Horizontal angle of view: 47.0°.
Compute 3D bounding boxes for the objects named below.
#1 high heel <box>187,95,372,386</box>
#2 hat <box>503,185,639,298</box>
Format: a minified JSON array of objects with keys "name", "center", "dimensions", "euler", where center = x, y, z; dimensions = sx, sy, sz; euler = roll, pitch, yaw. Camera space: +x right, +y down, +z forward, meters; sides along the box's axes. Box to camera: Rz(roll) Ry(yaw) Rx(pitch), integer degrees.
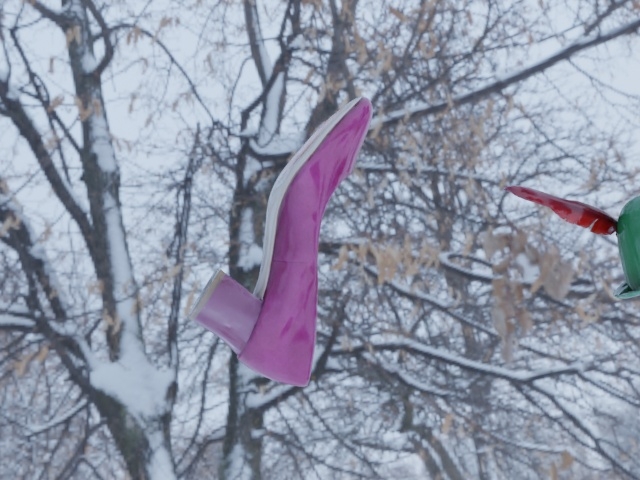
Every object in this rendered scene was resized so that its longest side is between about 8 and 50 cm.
[{"name":"high heel","center":[0.000,0.000,0.974],"dimensions":[0.181,0.377,0.127],"euler":[35,-1,-11]},{"name":"hat","center":[0.378,-0.047,0.871],"dimensions":[0.208,0.183,0.173],"euler":[-22,-10,-43]}]
